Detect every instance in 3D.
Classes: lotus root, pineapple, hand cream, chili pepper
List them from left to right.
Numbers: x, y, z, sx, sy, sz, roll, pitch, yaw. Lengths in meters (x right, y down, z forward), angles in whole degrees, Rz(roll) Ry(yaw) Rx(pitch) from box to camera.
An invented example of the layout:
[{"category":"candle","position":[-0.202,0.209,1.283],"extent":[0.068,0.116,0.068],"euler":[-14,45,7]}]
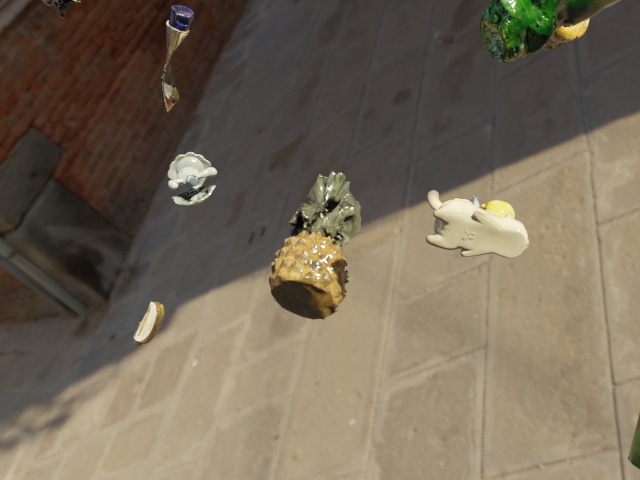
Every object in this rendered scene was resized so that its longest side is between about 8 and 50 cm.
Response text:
[{"category":"lotus root","position":[-0.303,0.152,1.390],"extent":[0.030,0.037,0.083],"euler":[25,87,21]},{"category":"hand cream","position":[-0.228,-0.283,1.200],"extent":[0.062,0.039,0.163],"euler":[-90,15,-53]},{"category":"pineapple","position":[0.000,0.000,1.109],"extent":[0.119,0.111,0.237],"euler":[102,-177,-47]},{"category":"chili pepper","position":[0.246,-0.246,0.719],"extent":[0.224,0.098,0.061],"euler":[-33,42,-11]}]

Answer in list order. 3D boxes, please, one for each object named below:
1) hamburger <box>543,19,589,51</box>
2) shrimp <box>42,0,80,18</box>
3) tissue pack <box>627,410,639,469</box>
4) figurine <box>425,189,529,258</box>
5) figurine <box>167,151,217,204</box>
[{"category":"hamburger","position":[0.368,-0.402,1.261],"extent":[0.118,0.191,0.181],"euler":[11,82,41]},{"category":"shrimp","position":[-0.369,-0.395,1.102],"extent":[0.174,0.076,0.082],"euler":[-46,65,38]},{"category":"tissue pack","position":[0.383,0.175,0.738],"extent":[0.156,0.209,0.148],"euler":[-20,36,-23]},{"category":"figurine","position":[0.127,-0.018,0.627],"extent":[0.047,0.083,0.050],"euler":[106,178,-46]},{"category":"figurine","position":[-0.233,-0.109,1.411],"extent":[0.095,0.082,0.086],"euler":[-16,28,2]}]
